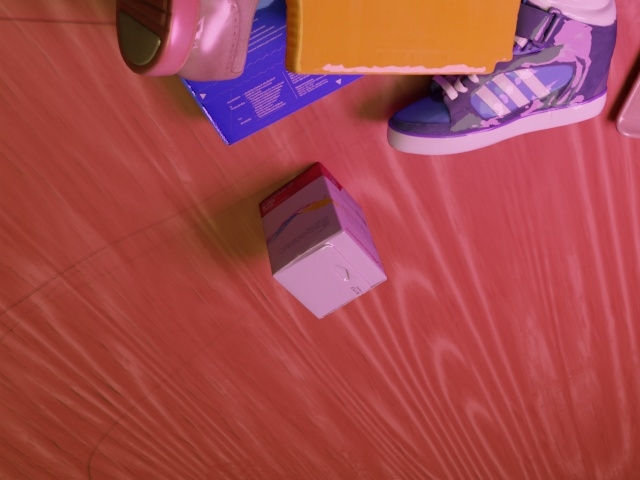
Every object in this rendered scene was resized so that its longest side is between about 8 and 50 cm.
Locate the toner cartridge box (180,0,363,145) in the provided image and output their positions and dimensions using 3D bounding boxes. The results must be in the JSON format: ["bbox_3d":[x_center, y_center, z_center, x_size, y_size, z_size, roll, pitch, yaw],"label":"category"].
[{"bbox_3d":[-0.012,-0.274,0.833,0.348,0.075,0.165,-26,128,8],"label":"toner cartridge box"}]

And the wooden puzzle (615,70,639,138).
[{"bbox_3d":[0.590,-0.268,1.009,0.221,0.044,0.238,2,124,-14],"label":"wooden puzzle"}]

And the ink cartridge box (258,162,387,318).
[{"bbox_3d":[0.000,0.000,0.995,0.127,0.176,0.128,-33,128,14],"label":"ink cartridge box"}]

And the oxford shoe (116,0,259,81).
[{"bbox_3d":[-0.108,-0.365,0.688,0.147,0.140,0.396,-2,115,-47],"label":"oxford shoe"}]

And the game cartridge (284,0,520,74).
[{"bbox_3d":[0.100,-0.347,0.713,0.286,0.053,0.323,-5,112,-20],"label":"game cartridge"}]

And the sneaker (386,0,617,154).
[{"bbox_3d":[0.235,-0.262,0.884,0.323,0.130,0.236,-12,121,2],"label":"sneaker"}]
